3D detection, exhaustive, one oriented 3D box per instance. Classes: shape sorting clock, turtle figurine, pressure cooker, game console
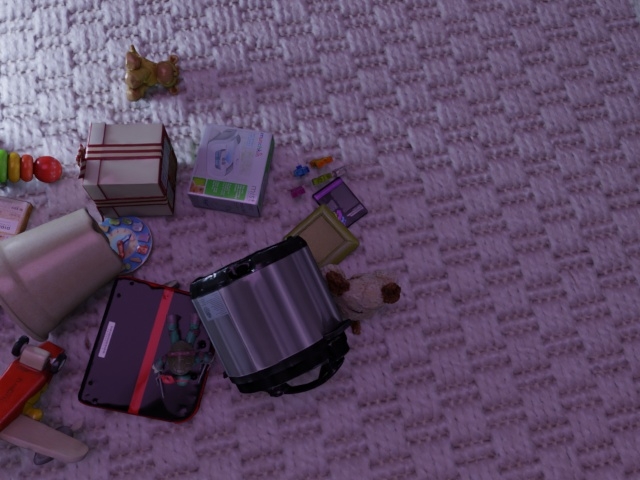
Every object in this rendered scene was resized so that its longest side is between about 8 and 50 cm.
[{"bbox_3d":[-0.646,0.011,1.774,0.207,0.040,0.206,1,73,-3],"label":"shape sorting clock"},{"bbox_3d":[-0.390,0.328,1.573,0.176,0.118,0.233,3,74,-14],"label":"turtle figurine"},{"bbox_3d":[-0.133,0.236,1.552,0.376,0.370,0.420,-26,91,-13],"label":"pressure cooker"},{"bbox_3d":[-0.491,0.327,1.636,0.343,0.060,0.386,15,78,-9],"label":"game console"}]

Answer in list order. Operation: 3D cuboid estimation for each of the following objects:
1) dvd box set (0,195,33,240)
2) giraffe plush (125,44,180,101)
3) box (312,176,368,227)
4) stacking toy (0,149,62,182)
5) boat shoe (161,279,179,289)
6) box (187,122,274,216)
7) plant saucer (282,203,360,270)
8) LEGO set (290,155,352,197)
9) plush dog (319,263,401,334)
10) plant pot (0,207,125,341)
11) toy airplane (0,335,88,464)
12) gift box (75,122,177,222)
[{"bbox_3d":[-1.116,0.046,1.702,0.308,0.062,0.419,12,73,-11],"label":"dvd box set"},{"bbox_3d":[-0.576,-0.575,1.908,0.171,0.181,0.210,2,38,-13],"label":"giraffe plush"},{"bbox_3d":[0.066,-0.122,1.854,0.116,0.029,0.162,-36,77,-11],"label":"box"},{"bbox_3d":[-1.009,-0.233,1.757,0.331,0.141,0.141,3,72,-27],"label":"stacking toy"},{"bbox_3d":[-0.527,0.213,1.711,0.233,0.084,0.079,-44,110,-19],"label":"boat shoe"},{"bbox_3d":[-0.289,-0.230,1.821,0.231,0.126,0.261,10,72,2],"label":"box"},{"bbox_3d":[0.000,0.000,1.791,0.188,0.045,0.188,-41,80,-4],"label":"plant saucer"},{"bbox_3d":[-0.021,-0.232,1.861,0.227,0.093,0.086,-26,108,-15],"label":"LEGO set"},{"bbox_3d":[0.118,0.168,1.667,0.263,0.225,0.210,6,73,-1],"label":"plush dog"},{"bbox_3d":[-0.763,0.073,1.609,0.306,0.333,0.333,-33,78,-16],"label":"plant pot"},{"bbox_3d":[-0.872,0.483,1.504,0.385,0.272,0.386,-8,54,-37],"label":"toy airplane"},{"bbox_3d":[-0.606,-0.205,1.718,0.259,0.255,0.276,-1,61,-2],"label":"gift box"}]
